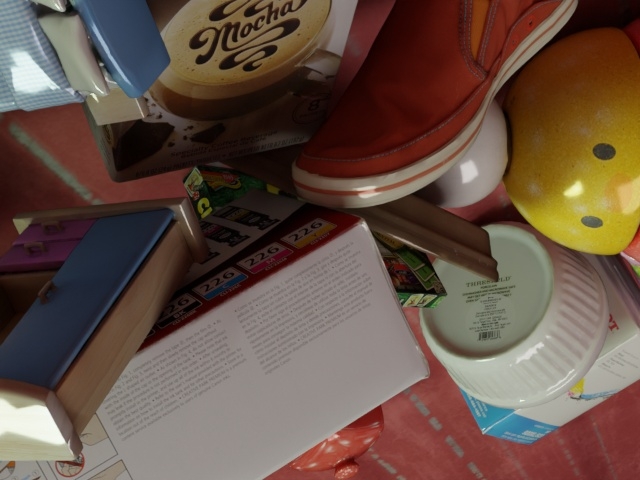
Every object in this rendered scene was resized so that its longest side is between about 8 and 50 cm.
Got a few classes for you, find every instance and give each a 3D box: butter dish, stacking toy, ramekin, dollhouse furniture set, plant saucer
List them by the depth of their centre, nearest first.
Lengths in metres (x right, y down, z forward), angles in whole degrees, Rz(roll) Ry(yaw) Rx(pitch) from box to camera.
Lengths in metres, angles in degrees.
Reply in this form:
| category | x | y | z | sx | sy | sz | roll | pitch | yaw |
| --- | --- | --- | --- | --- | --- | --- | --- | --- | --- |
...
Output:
| category | x | y | z | sx | sy | sz | roll | pitch | yaw |
| --- | --- | --- | --- | --- | --- | --- | --- | --- | --- |
| dollhouse furniture set | -0.251 | -0.051 | 0.747 | 0.286 | 0.198 | 0.303 | -5 | 122 | 25 |
| plant saucer | 0.027 | -0.037 | 1.068 | 0.278 | 0.278 | 0.041 | 22 | 93 | -54 |
| stacking toy | 0.287 | -0.085 | 1.183 | 0.479 | 0.351 | 0.351 | -4 | 149 | -5 |
| ramekin | 0.210 | 0.076 | 1.435 | 0.207 | 0.207 | 0.109 | -34 | 142 | 15 |
| butter dish | 0.016 | 0.257 | 1.667 | 0.160 | 0.118 | 0.160 | 1 | 141 | -40 |

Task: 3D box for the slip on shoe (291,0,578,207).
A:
| category | x | y | z | sx | sy | sz | roll | pitch | yaw |
| --- | --- | --- | --- | --- | --- | --- | --- | --- | --- |
| slip on shoe | 0.083 | -0.142 | 0.943 | 0.331 | 0.123 | 0.101 | -48 | 131 | -30 |

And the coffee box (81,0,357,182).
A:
| category | x | y | z | sx | sy | sz | roll | pitch | yaw |
| --- | --- | --- | --- | --- | --- | --- | --- | --- | --- |
| coffee box | -0.069 | -0.184 | 0.845 | 0.168 | 0.119 | 0.297 | -14 | 150 | -20 |

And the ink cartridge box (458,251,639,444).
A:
| category | x | y | z | sx | sy | sz | roll | pitch | yaw |
| --- | --- | --- | --- | --- | --- | --- | --- | --- | --- |
| ink cartridge box | 0.292 | 0.121 | 1.601 | 0.232 | 0.171 | 0.168 | -35 | 151 | 19 |

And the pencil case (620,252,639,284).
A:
| category | x | y | z | sx | sy | sz | roll | pitch | yaw |
| --- | --- | --- | --- | --- | --- | --- | --- | --- | --- |
| pencil case | 0.411 | 0.009 | 1.487 | 0.124 | 0.124 | 0.284 | -32 | 153 | 12 |

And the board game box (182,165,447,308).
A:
| category | x | y | z | sx | sy | sz | roll | pitch | yaw |
| --- | --- | --- | --- | --- | --- | --- | --- | --- | --- |
| board game box | 0.000 | 0.000 | 1.200 | 0.259 | 0.136 | 0.030 | 4 | 138 | -44 |

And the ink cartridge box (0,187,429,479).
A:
| category | x | y | z | sx | sy | sz | roll | pitch | yaw |
| --- | --- | --- | --- | --- | --- | --- | --- | --- | --- |
| ink cartridge box | -0.128 | 0.093 | 0.922 | 0.309 | 0.130 | 0.272 | -30 | -161 | -18 |
